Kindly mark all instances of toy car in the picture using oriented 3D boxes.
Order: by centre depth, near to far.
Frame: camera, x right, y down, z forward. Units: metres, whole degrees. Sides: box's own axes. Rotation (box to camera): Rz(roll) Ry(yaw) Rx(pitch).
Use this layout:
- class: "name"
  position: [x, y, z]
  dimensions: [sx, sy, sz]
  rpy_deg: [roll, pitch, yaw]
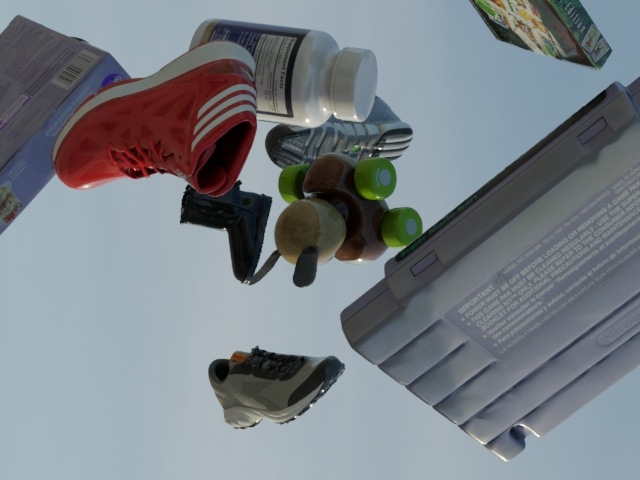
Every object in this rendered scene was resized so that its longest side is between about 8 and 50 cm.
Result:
- class: "toy car"
  position: [0.000, 0.000, 2.125]
  dimensions: [0.155, 0.149, 0.188]
  rpy_deg: [-3, -144, 43]

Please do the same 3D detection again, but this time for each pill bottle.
- class: "pill bottle"
  position: [-0.036, -0.158, 1.704]
  dimensions: [0.094, 0.169, 0.094]
  rpy_deg: [9, 90, -71]

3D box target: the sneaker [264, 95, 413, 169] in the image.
- class: "sneaker"
  position: [0.003, -0.162, 2.381]
  dimensions: [0.132, 0.229, 0.086]
  rpy_deg: [59, -44, 33]

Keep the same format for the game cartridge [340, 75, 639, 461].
- class: "game cartridge"
  position: [0.214, 0.017, 1.446]
  dimensions: [0.355, 0.230, 0.068]
  rpy_deg: [-39, -147, 17]

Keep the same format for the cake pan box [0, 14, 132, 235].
- class: "cake pan box"
  position: [-0.373, -0.146, 2.135]
  dimensions: [0.267, 0.070, 0.246]
  rpy_deg: [-51, -140, -12]

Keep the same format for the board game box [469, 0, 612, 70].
- class: "board game box"
  position: [0.150, -0.251, 1.562]
  dimensions: [0.030, 0.259, 0.136]
  rpy_deg: [-51, -138, -9]

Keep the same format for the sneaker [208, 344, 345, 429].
- class: "sneaker"
  position: [-0.072, 0.202, 2.569]
  dimensions: [0.271, 0.100, 0.108]
  rpy_deg: [-18, -70, 49]

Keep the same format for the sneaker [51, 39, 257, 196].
- class: "sneaker"
  position: [-0.151, -0.082, 1.594]
  dimensions: [0.221, 0.087, 0.128]
  rpy_deg: [-33, -136, 23]

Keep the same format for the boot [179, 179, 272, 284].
- class: "boot"
  position: [-0.113, -0.017, 2.034]
  dimensions: [0.045, 0.099, 0.121]
  rpy_deg: [139, -35, -64]
